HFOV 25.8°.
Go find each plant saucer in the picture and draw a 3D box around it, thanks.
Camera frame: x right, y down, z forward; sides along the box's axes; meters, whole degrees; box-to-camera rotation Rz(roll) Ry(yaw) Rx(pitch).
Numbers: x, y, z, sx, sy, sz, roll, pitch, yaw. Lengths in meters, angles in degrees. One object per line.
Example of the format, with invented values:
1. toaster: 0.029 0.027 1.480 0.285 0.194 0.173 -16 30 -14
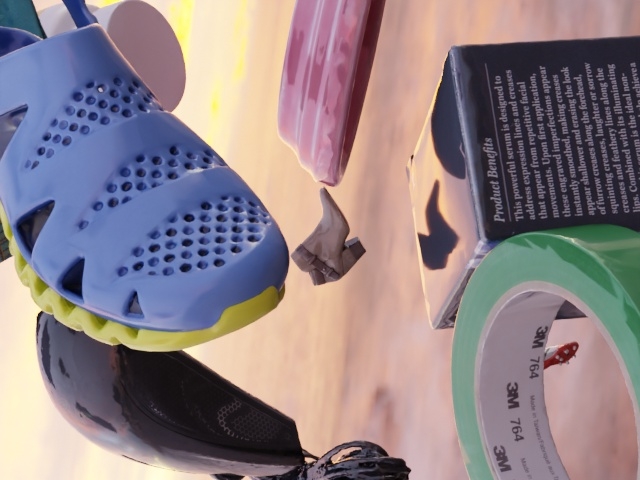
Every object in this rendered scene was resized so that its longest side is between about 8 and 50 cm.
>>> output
1. plant saucer: 0.017 -0.230 1.584 0.332 0.084 0.332 12 -90 -87

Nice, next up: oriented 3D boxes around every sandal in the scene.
1. sandal: -0.135 -0.059 0.775 0.317 0.126 0.138 38 140 33

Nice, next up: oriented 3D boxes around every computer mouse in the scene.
1. computer mouse: -0.087 0.135 0.975 0.188 0.272 0.072 -16 46 59

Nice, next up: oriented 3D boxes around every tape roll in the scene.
1. tape roll: 0.227 0.148 1.196 0.321 0.077 0.321 23 116 60

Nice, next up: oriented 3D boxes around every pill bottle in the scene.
1. pill bottle: -0.335 -0.181 1.701 0.188 0.334 0.188 24 -121 -50

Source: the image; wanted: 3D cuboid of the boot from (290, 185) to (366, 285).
1. boot: 0.000 0.000 1.788 0.118 0.087 0.042 58 -174 -15

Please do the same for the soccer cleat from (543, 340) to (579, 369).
1. soccer cleat: 0.265 0.136 1.644 0.035 0.083 0.029 47 159 43

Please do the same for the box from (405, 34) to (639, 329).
1. box: 0.314 -0.059 1.471 0.293 0.395 0.212 102 162 -69

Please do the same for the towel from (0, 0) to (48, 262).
1. towel: -0.395 -0.065 1.347 0.040 0.370 0.271 25 140 49
